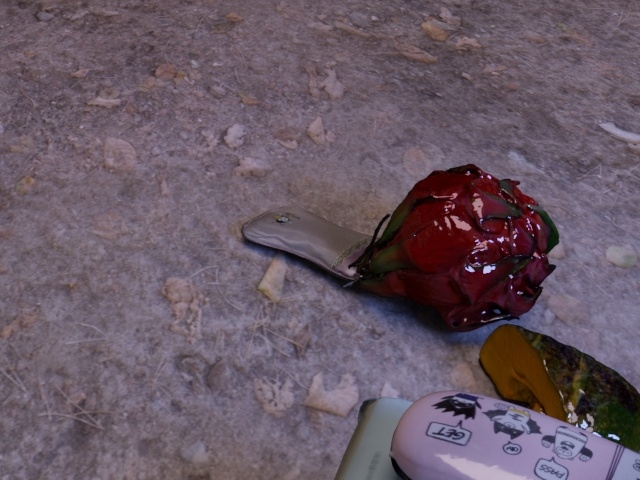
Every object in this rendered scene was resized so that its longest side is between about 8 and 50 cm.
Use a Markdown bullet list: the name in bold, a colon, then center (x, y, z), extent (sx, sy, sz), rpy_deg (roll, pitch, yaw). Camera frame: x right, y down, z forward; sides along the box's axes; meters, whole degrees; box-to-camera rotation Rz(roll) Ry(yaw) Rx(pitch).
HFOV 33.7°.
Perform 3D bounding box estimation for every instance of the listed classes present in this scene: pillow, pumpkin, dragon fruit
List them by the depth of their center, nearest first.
- **pumpkin**: center (0.322, 0.180, 1.265), extent (0.163, 0.111, 0.278), rpy_deg (-4, 33, -17)
- **dragon fruit**: center (0.173, 0.021, 1.427), extent (0.293, 0.233, 0.233), rpy_deg (-25, 37, 1)
- **pillow**: center (0.000, 0.000, 1.571), extent (0.233, 0.038, 0.131), rpy_deg (24, 37, 30)

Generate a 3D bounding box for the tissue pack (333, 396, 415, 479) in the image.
- **tissue pack**: center (0.130, 0.360, 0.899), extent (0.332, 0.205, 0.405), rpy_deg (12, 36, 14)

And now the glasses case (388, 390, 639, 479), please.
- **glasses case**: center (0.208, 0.213, 0.878), extent (0.314, 0.075, 0.122), rpy_deg (22, 39, 19)
